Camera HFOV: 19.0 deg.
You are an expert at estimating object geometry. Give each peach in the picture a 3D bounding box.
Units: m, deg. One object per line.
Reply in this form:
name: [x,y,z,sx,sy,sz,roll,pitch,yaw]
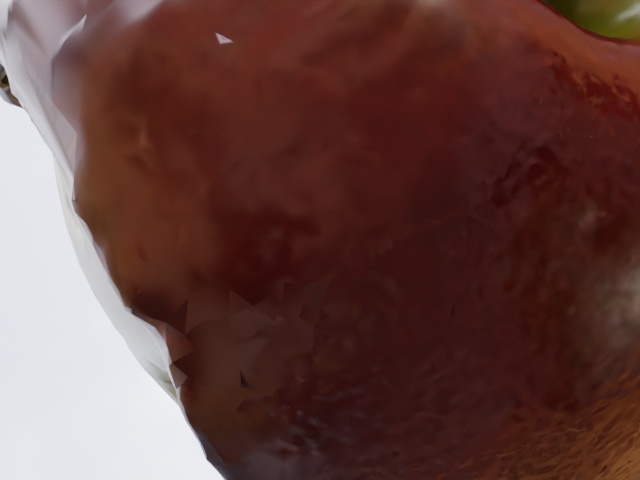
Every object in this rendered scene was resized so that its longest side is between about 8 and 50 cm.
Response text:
peach: [0.000,0.000,0.662,0.281,0.281,0.338,-6,-27,-36]
